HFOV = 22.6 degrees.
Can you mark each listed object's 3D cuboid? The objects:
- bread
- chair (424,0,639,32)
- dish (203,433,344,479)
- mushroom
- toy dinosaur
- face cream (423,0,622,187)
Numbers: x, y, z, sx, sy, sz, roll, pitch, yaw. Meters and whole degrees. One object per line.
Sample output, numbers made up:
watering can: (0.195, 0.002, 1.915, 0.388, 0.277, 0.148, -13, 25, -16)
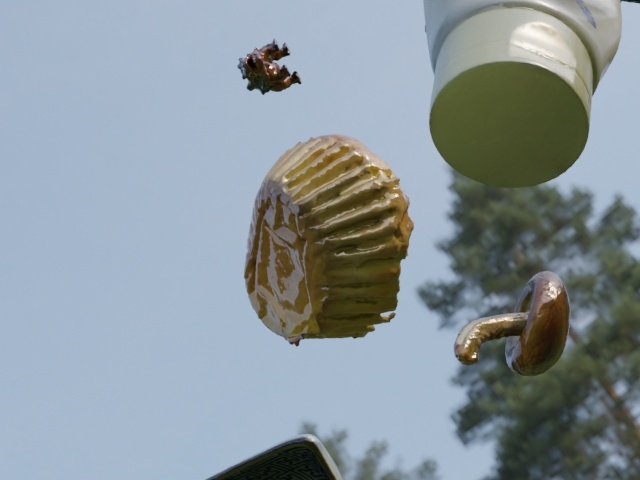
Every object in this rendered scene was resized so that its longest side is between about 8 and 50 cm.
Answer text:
bread: (0.000, 0.000, 2.038, 0.149, 0.274, 0.274, -11, -42, -38)
chair: (0.221, -0.187, 1.011, 0.203, 0.191, 0.274, 47, -119, -55)
dish: (0.006, 0.297, 1.490, 0.182, 0.243, 0.080, -30, -1, 37)
mushroom: (0.172, 0.085, 1.389, 0.129, 0.073, 0.088, -32, -11, -29)
toy dinosaur: (-0.053, -0.174, 1.653, 0.055, 0.049, 0.154, -25, -6, 8)
face cream: (0.095, -0.122, 0.769, 0.114, 0.224, 0.070, 25, -49, -11)
